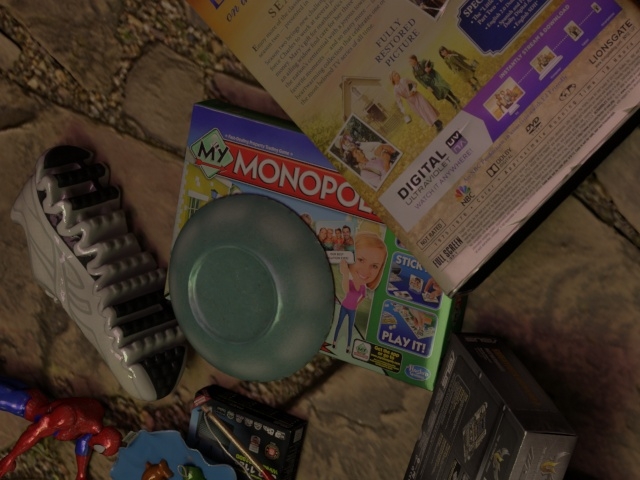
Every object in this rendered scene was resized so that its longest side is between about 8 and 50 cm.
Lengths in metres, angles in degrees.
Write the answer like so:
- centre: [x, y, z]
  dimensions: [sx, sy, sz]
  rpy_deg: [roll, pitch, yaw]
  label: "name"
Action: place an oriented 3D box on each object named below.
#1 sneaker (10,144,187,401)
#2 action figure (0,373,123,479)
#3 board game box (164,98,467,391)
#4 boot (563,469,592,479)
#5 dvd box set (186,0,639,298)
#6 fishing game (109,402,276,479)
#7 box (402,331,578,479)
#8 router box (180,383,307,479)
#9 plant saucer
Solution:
- centre: [-0.238, 0.046, 1.733]
  dimensions: [0.118, 0.110, 0.292]
  rpy_deg: [-37, 73, 36]
  label: "sneaker"
- centre: [-0.343, 0.212, 1.818]
  dimensions: [0.280, 0.091, 0.139]
  rpy_deg: [16, 98, 26]
  label: "action figure"
- centre: [0.000, 0.000, 1.623]
  dimensions: [0.317, 0.046, 0.213]
  rpy_deg: [17, 108, 24]
  label: "board game box"
- centre: [0.303, 0.372, 1.507]
  dimensions: [0.338, 0.118, 0.223]
  rpy_deg: [26, 116, 31]
  label: "boot"
- centre: [0.093, -0.201, 1.499]
  dimensions: [0.420, 0.062, 0.307]
  rpy_deg: [48, 110, 16]
  label: "dvd box set"
- centre: [-0.152, 0.285, 1.726]
  dimensions: [0.189, 0.041, 0.264]
  rpy_deg: [49, 129, 2]
  label: "fishing game"
- centre: [0.145, 0.228, 1.515]
  dimensions: [0.183, 0.056, 0.231]
  rpy_deg: [-126, 47, -59]
  label: "box"
- centre: [-0.081, 0.215, 1.708]
  dimensions: [0.122, 0.038, 0.092]
  rpy_deg: [19, 109, 24]
  label: "router box"
- centre: [-0.080, 0.051, 1.628]
  dimensions: [0.195, 0.037, 0.195]
  rpy_deg: [5, 101, 28]
  label: "plant saucer"
